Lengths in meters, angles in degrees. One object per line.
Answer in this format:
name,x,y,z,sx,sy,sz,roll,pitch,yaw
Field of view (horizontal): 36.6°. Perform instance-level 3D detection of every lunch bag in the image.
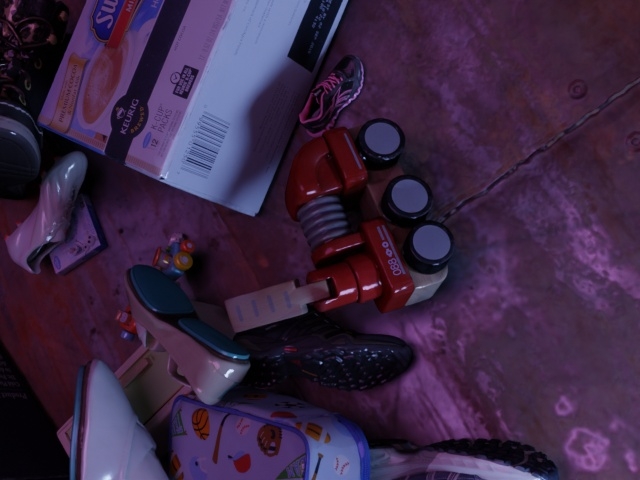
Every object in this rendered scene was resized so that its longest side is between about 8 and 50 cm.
lunch bag,-0.074,0.305,1.141,0.303,0.115,0.243,4,93,50

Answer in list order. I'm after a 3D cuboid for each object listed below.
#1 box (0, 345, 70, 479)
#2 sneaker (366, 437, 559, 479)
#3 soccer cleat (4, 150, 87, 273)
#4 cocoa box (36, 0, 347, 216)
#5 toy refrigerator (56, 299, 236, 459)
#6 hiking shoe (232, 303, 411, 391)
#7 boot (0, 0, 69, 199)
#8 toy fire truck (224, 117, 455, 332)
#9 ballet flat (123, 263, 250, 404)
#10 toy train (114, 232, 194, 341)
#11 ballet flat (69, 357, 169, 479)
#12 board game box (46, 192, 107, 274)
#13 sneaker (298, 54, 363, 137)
box,-0.682,0.319,1.382,0.480,0.297,0.472,-47,64,12
sneaker,0.138,0.290,1.100,0.283,0.110,0.122,-7,84,35
soccer cleat,-0.385,-0.040,1.404,0.076,0.068,0.196,43,107,22
cocoa box,-0.156,-0.245,1.250,0.228,0.231,0.347,24,92,28
toy refrigerator,-0.220,0.208,1.282,0.269,0.094,0.102,-45,63,14
hiking shoe,-0.001,0.118,1.193,0.227,0.086,0.114,1,45,6
boot,-0.436,-0.220,1.356,0.138,0.377,0.284,11,79,-13
toy fire truck,0.000,0.000,1.147,0.246,0.158,0.217,-17,71,-16
ballet flat,-0.178,0.116,1.177,0.248,0.086,0.086,37,99,44
toy train,-0.232,0.062,1.315,0.125,0.046,0.166,22,87,60
ballet flat,-0.240,0.344,1.152,0.139,0.139,0.400,-2,78,26
board game box,-0.367,-0.009,1.435,0.090,0.020,0.090,-30,69,18
sneaker,0.011,-0.191,1.257,0.047,0.057,0.119,34,96,29
